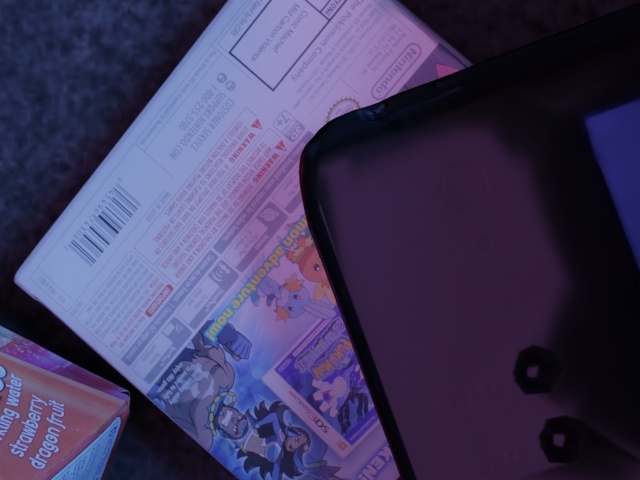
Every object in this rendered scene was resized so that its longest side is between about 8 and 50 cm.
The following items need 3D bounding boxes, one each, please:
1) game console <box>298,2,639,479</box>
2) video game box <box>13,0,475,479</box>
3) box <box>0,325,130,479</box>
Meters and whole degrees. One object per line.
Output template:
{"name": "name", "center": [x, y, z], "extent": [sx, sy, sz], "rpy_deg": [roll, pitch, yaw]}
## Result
{"name": "game console", "center": [0.223, 0.054, 0.443], "extent": [0.386, 0.060, 0.342], "rpy_deg": [-20, 92, 3]}
{"name": "video game box", "center": [0.000, 0.000, 0.521], "extent": [0.187, 0.048, 0.205], "rpy_deg": [42, 102, 6]}
{"name": "box", "center": [-0.214, 0.182, 0.516], "extent": [0.142, 0.154, 0.300], "rpy_deg": [26, 110, 8]}
